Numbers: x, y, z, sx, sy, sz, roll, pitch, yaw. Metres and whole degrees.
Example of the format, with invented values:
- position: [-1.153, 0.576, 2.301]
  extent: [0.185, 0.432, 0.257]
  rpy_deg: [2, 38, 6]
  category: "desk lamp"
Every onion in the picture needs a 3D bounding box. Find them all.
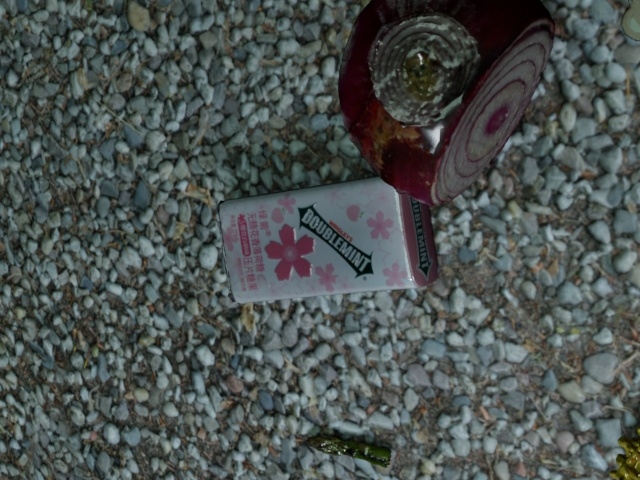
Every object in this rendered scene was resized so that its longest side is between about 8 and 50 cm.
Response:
- position: [0.152, -0.238, 1.380]
  extent: [0.260, 0.282, 0.337]
  rpy_deg: [35, 113, 18]
  category: "onion"

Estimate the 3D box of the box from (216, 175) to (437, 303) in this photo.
- position: [0.000, 0.000, 1.605]
  extent: [0.369, 0.112, 0.190]
  rpy_deg: [-8, 92, 30]
  category: "box"

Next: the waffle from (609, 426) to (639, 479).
- position: [0.500, 0.344, 1.338]
  extent: [0.193, 0.070, 0.197]
  rpy_deg: [-28, 56, 22]
  category: "waffle"

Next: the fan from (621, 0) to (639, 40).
- position: [0.522, -0.349, 1.308]
  extent: [0.226, 0.008, 0.153]
  rpy_deg: [5, 98, 30]
  category: "fan"

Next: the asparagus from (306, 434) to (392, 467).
- position: [0.048, 0.363, 1.675]
  extent: [0.165, 0.030, 0.036]
  rpy_deg: [4, 110, 29]
  category: "asparagus"
